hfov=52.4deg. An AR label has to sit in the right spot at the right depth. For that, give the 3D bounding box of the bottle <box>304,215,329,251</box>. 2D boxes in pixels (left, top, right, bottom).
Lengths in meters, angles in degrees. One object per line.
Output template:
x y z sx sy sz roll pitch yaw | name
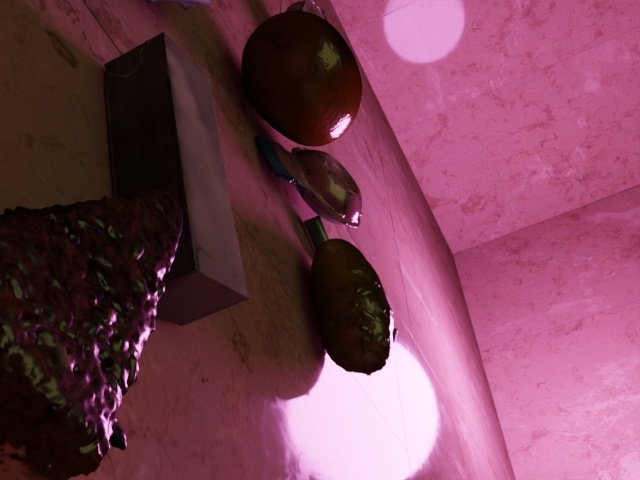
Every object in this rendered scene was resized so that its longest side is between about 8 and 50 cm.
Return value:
0.000 0.000 1.120 0.083 0.030 0.030 68 15 -2 | bottle

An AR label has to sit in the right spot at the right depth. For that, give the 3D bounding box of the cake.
-0.169 0.014 0.377 0.135 0.112 0.246 56 20 -31 | cake

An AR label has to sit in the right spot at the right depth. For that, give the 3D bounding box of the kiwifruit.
-0.026 -0.265 1.097 0.234 0.196 0.196 36 35 -58 | kiwifruit

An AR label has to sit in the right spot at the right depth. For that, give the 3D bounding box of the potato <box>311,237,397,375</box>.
0.049 0.092 1.005 0.251 0.113 0.149 -96 159 -45 | potato

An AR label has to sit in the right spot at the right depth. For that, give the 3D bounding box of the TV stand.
-0.143 -0.063 0.626 0.088 0.082 0.270 39 33 -57 | TV stand

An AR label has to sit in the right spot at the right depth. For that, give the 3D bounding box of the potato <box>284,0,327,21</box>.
-0.041 -0.424 1.438 0.138 0.098 0.243 35 42 -57 | potato

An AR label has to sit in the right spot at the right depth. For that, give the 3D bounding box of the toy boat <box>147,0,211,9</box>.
-0.197 -0.350 0.751 0.332 0.145 0.133 -45 140 -73 | toy boat

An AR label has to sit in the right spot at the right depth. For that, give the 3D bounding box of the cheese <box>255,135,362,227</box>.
-0.009 -0.105 1.131 0.286 0.074 0.189 21 33 -54 | cheese
